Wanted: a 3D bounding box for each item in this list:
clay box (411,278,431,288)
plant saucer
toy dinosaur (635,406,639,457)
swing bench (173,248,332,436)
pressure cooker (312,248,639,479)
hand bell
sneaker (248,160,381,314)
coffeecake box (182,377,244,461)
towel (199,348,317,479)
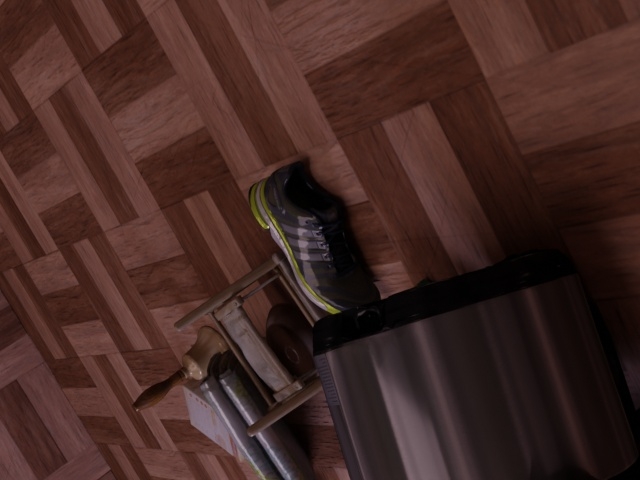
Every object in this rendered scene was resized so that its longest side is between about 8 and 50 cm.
[{"bbox_3d":[0.226,0.170,1.461,0.222,0.053,0.127,33,141,27],"label":"clay box"},{"bbox_3d":[-0.047,0.219,1.862,0.199,0.036,0.198,31,140,31],"label":"plant saucer"},{"bbox_3d":[0.443,0.293,1.229,0.160,0.121,0.313,-141,40,-65],"label":"toy dinosaur"},{"bbox_3d":[-0.080,0.176,1.721,0.255,0.165,0.253,-34,89,14],"label":"swing bench"},{"bbox_3d":[0.205,0.253,1.202,0.375,0.370,0.420,-21,81,27],"label":"pressure cooker"},{"bbox_3d":[-0.321,0.306,2.092,0.126,0.242,0.126,32,139,32],"label":"hand bell"},{"bbox_3d":[0.000,0.000,1.554,0.300,0.111,0.121,51,142,3],"label":"sneaker"},{"bbox_3d":[-0.238,0.422,2.246,0.185,0.068,0.142,28,138,35],"label":"coffeecake box"},{"bbox_3d":[-0.121,0.408,1.941,0.374,0.090,0.320,57,179,-3],"label":"towel"}]
